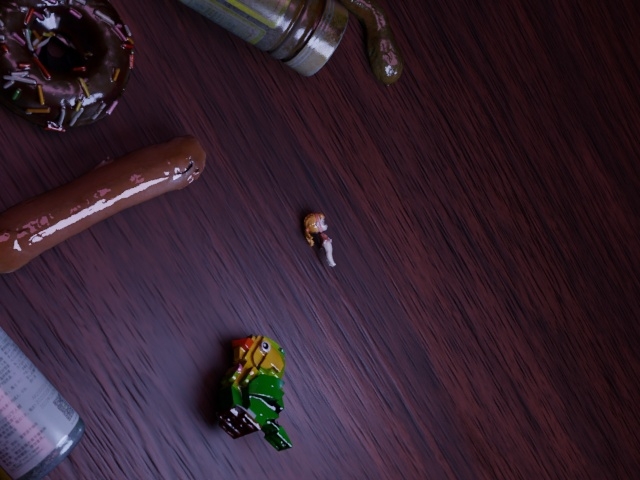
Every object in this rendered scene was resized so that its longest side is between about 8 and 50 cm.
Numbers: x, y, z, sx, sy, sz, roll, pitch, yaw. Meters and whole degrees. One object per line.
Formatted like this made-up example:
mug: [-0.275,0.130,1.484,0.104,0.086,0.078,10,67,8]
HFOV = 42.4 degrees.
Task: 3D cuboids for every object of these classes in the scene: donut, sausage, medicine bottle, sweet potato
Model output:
donut: [-0.424,-0.309,1.322,0.270,0.103,0.269,7,77,-29]
sausage: [-0.356,-0.069,1.327,0.419,0.094,0.094,-30,136,-32]
medicine bottle: [-0.479,0.206,1.172,0.141,0.141,0.293,-44,105,-30]
medicine bottle: [-0.120,-0.442,1.501,0.322,0.151,0.151,27,69,-25]
sweet potato: [0.110,-0.432,1.697,0.081,0.062,0.233,-29,94,-30]

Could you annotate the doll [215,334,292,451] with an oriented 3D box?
doll: [-0.108,0.254,1.413,0.134,0.106,0.186,22,55,-32]

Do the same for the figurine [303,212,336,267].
figurine: [0.000,0.000,1.554,0.047,0.064,0.109,-21,83,-11]
